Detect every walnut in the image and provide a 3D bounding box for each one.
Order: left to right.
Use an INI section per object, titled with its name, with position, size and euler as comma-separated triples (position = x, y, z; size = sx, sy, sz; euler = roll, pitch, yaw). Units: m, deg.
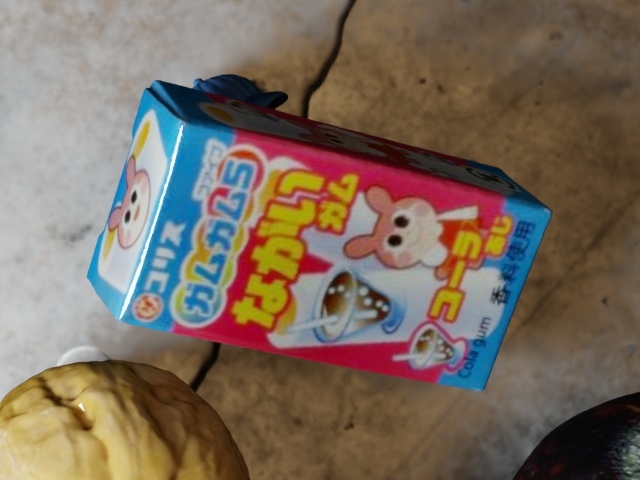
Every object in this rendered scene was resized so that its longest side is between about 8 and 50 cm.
[walnut]
position = -0.147, 0.182, 1.303
size = 0.195, 0.221, 0.195
euler = -9, 115, -20

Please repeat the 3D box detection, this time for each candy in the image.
[candy]
position = 0.000, 0.001, 1.366
size = 0.306, 0.100, 0.157
euler = 14, 106, -24

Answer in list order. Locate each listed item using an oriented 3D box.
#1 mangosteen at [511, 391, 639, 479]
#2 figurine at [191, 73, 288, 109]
[mangosteen]
position = 0.268, 0.260, 1.391
size = 0.300, 0.300, 0.300
euler = 1, 86, -15
[figurine]
position = -0.053, -0.056, 1.422
size = 0.086, 0.087, 0.149
euler = -24, 109, -10
